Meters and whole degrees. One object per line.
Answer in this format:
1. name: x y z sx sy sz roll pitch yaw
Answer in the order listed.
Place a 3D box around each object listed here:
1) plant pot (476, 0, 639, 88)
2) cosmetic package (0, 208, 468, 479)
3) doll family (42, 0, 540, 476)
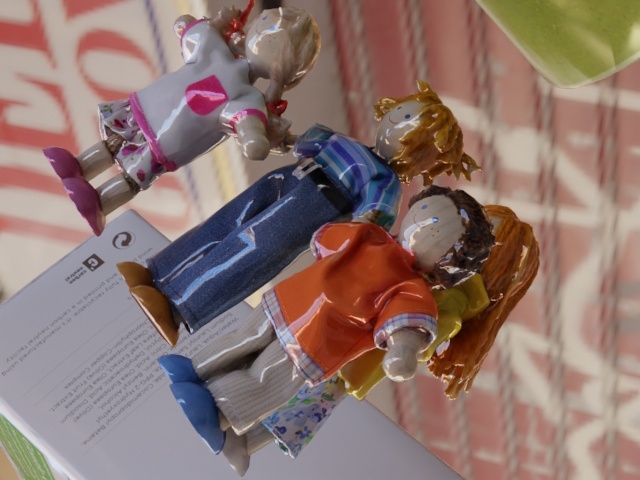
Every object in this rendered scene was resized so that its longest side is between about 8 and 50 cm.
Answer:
1. plant pot: 0.080 -0.261 0.726 0.275 0.293 0.275 -48 10 12
2. cosmetic package: -0.032 0.166 1.011 0.155 0.365 0.197 -38 -39 -19
3. doll family: 0.000 0.000 0.754 0.163 0.263 0.118 -33 -48 -3
